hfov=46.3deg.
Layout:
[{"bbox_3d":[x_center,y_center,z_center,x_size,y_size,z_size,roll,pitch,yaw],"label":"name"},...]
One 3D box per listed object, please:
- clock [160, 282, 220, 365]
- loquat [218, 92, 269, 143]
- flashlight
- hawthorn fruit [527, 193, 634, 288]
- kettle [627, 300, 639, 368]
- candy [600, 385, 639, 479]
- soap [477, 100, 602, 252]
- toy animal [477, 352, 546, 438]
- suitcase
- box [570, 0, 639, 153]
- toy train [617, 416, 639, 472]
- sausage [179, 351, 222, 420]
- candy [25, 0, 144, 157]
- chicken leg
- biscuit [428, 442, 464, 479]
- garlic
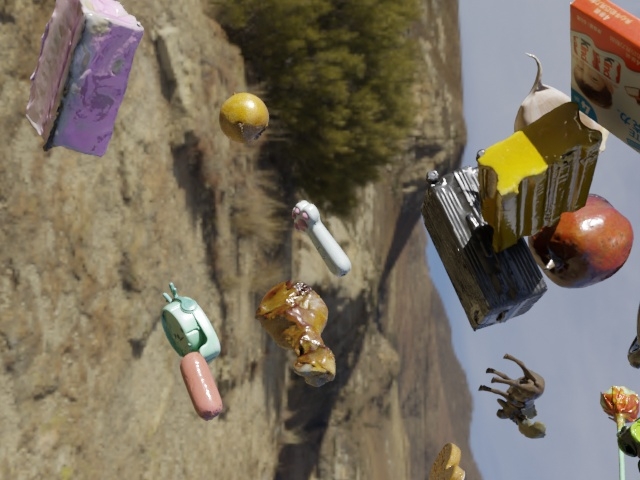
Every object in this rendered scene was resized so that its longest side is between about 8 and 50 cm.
[{"bbox_3d":[-0.323,0.206,1.781,0.211,0.066,0.159,58,-33,11],"label":"clock"},{"bbox_3d":[-0.206,-0.329,2.004,0.141,0.141,0.141,0,90,-86],"label":"loquat"},{"bbox_3d":[0.000,0.000,1.743,0.200,0.047,0.093,56,-29,6],"label":"flashlight"},{"bbox_3d":[0.576,0.007,1.680,0.249,0.215,0.215,-25,125,-37],"label":"hawthorn fruit"},{"bbox_3d":[0.902,0.210,1.927,0.290,0.207,0.268,-49,171,-30],"label":"kettle"},{"bbox_3d":[0.643,0.417,1.609,0.288,0.084,0.078,-56,143,-54],"label":"candy"},{"bbox_3d":[0.386,-0.103,1.354,0.096,0.204,0.324,61,2,22],"label":"soap"},{"bbox_3d":[0.456,0.367,1.715,0.094,0.186,0.214,-58,176,-31],"label":"toy animal"},{"bbox_3d":[0.349,0.009,1.632,0.230,0.152,0.335,78,-10,-72],"label":"suitcase"},{"bbox_3d":[0.514,-0.236,1.200,0.273,0.048,0.265,47,-5,33],"label":"box"},{"bbox_3d":[0.550,0.380,1.122,0.250,0.085,0.053,56,-39,24],"label":"toy train"},{"bbox_3d":[-0.260,0.318,1.631,0.062,0.062,0.154,84,-19,-59],"label":"sausage"},{"bbox_3d":[-0.417,-0.292,1.302,0.155,0.115,0.265,46,-59,41],"label":"candy"},{"bbox_3d":[-0.029,0.144,1.144,0.087,0.107,0.251,55,1,-28],"label":"chicken leg"},{"bbox_3d":[0.174,0.384,1.102,0.138,0.031,0.205,-62,179,38],"label":"biscuit"},{"bbox_3d":[0.448,-0.233,1.496,0.266,0.128,0.149,37,65,-32],"label":"garlic"}]
